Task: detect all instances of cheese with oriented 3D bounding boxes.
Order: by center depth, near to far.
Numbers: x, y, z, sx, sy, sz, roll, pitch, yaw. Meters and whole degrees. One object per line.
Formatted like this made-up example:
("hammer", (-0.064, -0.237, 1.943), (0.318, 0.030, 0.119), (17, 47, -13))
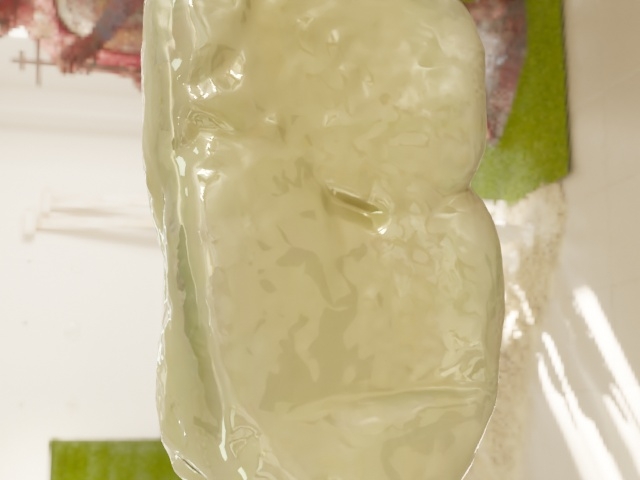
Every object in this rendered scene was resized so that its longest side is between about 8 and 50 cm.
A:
("cheese", (-0.001, 0.000, 0.464), (0.093, 0.159, 0.263), (174, 92, -68))
